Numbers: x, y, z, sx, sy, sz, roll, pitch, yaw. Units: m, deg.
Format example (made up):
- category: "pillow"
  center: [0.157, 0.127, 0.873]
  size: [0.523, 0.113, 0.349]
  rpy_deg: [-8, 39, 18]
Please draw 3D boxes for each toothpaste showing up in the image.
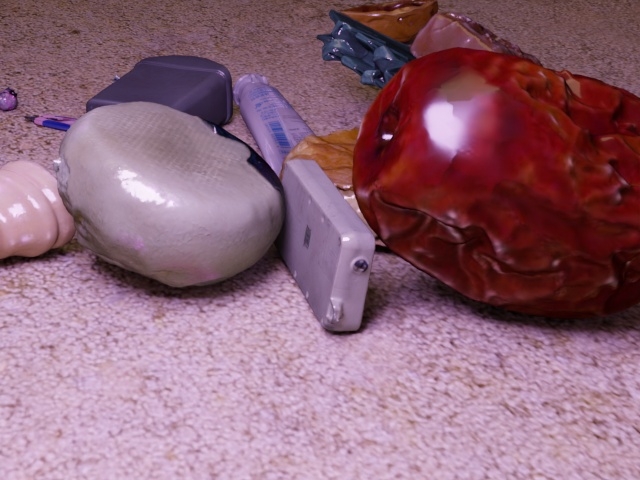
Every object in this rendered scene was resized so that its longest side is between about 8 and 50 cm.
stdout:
- category: "toothpaste"
  center: [-0.063, -0.170, 1.637]
  size: [0.114, 0.073, 0.299]
  rpy_deg: [-5, 35, -21]

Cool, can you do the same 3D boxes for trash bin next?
- category: "trash bin"
  center: [-0.250, -0.219, 1.693]
  size: [0.176, 0.101, 0.236]
  rpy_deg: [12, 30, 17]

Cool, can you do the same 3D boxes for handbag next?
- category: "handbag"
  center: [0.140, -0.258, 1.689]
  size: [0.238, 0.089, 0.326]
  rpy_deg: [23, 16, -30]

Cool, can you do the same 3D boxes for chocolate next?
- category: "chocolate"
  center: [0.242, -0.279, 1.607]
  size: [0.148, 0.093, 0.214]
  rpy_deg: [36, 16, 27]

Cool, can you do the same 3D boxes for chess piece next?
- category: "chess piece"
  center: [-0.445, 0.011, 1.204]
  size: [0.139, 0.124, 0.307]
  rpy_deg: [46, 46, 13]

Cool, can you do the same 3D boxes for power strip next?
- category: "power strip"
  center: [0.000, 0.000, 1.212]
  size: [0.046, 0.118, 0.270]
  rpy_deg: [4, 23, -19]

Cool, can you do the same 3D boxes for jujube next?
- category: "jujube"
  center: [0.228, -0.058, 1.141]
  size: [0.376, 0.276, 0.276]
  rpy_deg: [23, 21, -16]

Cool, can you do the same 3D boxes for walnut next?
- category: "walnut"
  center: [0.143, -0.452, 2.195]
  size: [0.211, 0.087, 0.167]
  rpy_deg: [-11, 21, -12]

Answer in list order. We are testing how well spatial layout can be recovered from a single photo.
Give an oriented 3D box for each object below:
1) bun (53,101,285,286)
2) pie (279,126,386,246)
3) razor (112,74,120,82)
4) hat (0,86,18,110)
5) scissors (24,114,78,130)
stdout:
- category: "bun"
  center: [-0.185, -0.036, 1.243]
  size: [0.283, 0.179, 0.283]
  rpy_deg: [19, 26, -9]
- category: "pie"
  center: [0.104, -0.081, 1.423]
  size: [0.339, 0.083, 0.339]
  rpy_deg: [1, 28, -1]
- category: "razor"
  center: [-0.354, -0.214, 1.746]
  size: [0.068, 0.037, 0.191]
  rpy_deg: [40, 29, -10]
- category: "hat"
  center: [-0.629, -0.264, 1.794]
  size: [0.227, 0.129, 0.140]
  rpy_deg: [16, 1, -9]
- category: "scissors"
  center: [-0.440, -0.196, 1.730]
  size: [0.113, 0.012, 0.039]
  rpy_deg: [12, 28, 22]
